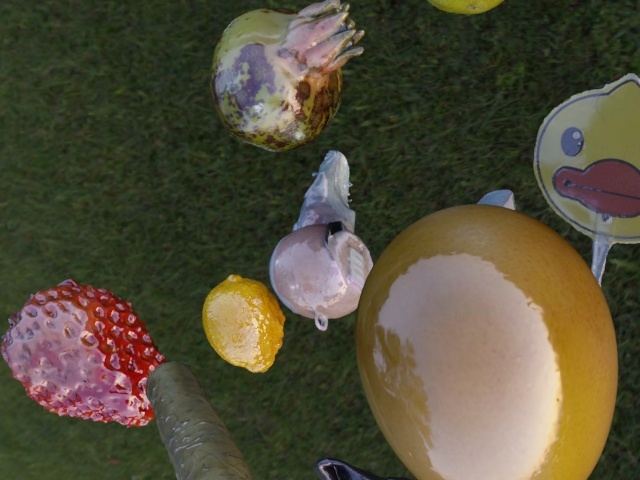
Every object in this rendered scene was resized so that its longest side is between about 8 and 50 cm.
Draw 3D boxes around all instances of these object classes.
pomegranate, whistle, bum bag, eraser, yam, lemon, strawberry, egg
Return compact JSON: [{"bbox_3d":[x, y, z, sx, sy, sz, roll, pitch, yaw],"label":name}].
[{"bbox_3d":[-0.058,-0.259,1.169,0.276,0.204,0.222,114,160,-64],"label":"pomegranate"},{"bbox_3d":[0.000,0.000,1.410,0.189,0.189,0.348,-17,54,34],"label":"whistle"},{"bbox_3d":[0.128,0.402,1.209,0.310,0.074,0.137,21,155,22],"label":"bum bag"},{"bbox_3d":[0.421,0.015,1.874,0.081,0.174,0.227,-4,112,32],"label":"eraser"},{"bbox_3d":[-0.138,0.240,0.918,0.371,0.083,0.083,-140,50,-65],"label":"yam"},{"bbox_3d":[-0.134,0.149,1.417,0.142,0.142,0.187,-14,100,34],"label":"lemon"},{"bbox_3d":[-0.449,0.227,1.524,0.336,0.149,0.265,33,85,9],"label":"strawberry"},{"bbox_3d":[0.164,0.123,0.792,0.250,0.250,0.322,-4,108,33],"label":"egg"}]

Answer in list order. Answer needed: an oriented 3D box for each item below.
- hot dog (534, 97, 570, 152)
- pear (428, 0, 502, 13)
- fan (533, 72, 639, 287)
[{"bbox_3d":[0.402,-0.185,1.335,0.041,0.056,0.133,35,141,14],"label":"hot dog"},{"bbox_3d":[0.288,-0.542,1.533,0.269,0.212,0.212,10,109,57],"label":"pear"},{"bbox_3d":[0.394,-0.058,1.075,0.229,0.011,0.335,15,119,30],"label":"fan"}]
